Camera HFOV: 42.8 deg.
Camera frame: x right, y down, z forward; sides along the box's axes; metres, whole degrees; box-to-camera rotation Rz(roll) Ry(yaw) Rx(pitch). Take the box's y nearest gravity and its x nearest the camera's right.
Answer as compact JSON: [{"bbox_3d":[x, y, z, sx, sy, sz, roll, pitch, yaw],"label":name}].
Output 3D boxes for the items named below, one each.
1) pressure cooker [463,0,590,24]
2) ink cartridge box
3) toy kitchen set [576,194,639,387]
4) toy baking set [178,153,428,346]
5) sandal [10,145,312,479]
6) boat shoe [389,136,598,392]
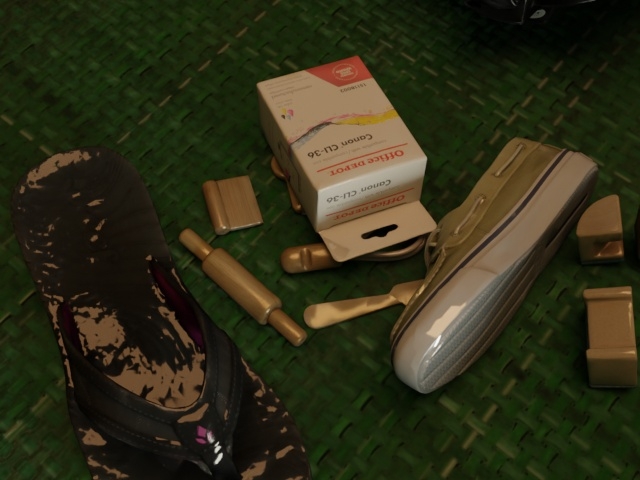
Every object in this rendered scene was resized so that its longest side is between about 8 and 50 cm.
[{"bbox_3d":[0.259,-0.441,0.813,0.420,0.375,0.370,-45,108,-32],"label":"pressure cooker"},{"bbox_3d":[0.026,-0.084,0.796,0.115,0.067,0.198,-19,56,-14],"label":"ink cartridge box"},{"bbox_3d":[0.346,0.052,0.740,0.207,0.122,0.166,-5,61,20],"label":"toy kitchen set"},{"bbox_3d":[-0.006,0.003,0.791,0.197,0.030,0.256,-39,69,-18],"label":"toy baking set"},{"bbox_3d":[-0.161,0.087,0.705,0.168,0.107,0.445,-29,67,-14],"label":"sandal"},{"bbox_3d":[0.148,0.015,0.758,0.094,0.109,0.302,28,56,29],"label":"boat shoe"}]
